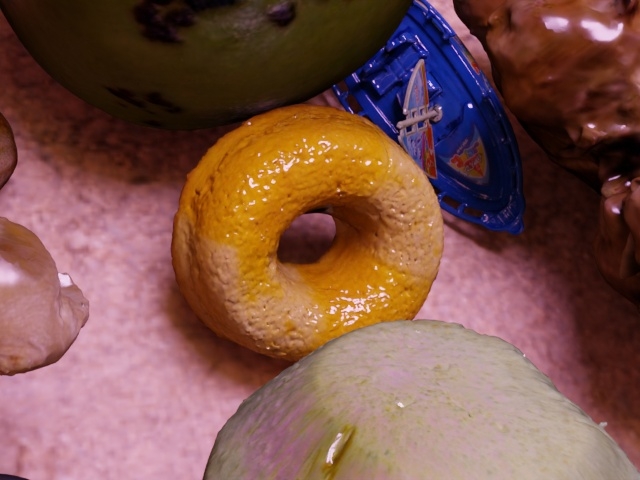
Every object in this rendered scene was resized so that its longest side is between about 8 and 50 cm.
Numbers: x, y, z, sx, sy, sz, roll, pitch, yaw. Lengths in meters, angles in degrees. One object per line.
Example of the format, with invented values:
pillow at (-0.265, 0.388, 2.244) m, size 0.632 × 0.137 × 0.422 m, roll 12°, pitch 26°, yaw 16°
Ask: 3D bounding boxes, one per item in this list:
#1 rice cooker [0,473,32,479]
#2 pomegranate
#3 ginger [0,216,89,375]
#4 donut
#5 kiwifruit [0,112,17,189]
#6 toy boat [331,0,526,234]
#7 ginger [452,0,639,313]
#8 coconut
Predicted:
rice cooker at (-0.152, 0.177, 0.434) m, size 0.112 × 0.106 × 0.165 m, roll 30°, pitch 59°, yaw 0°
pomegranate at (-0.087, -0.176, 0.557) m, size 0.291 × 0.291 × 0.323 m, roll 45°, pitch 52°, yaw 10°
ginger at (-0.252, -0.036, 0.437) m, size 0.333 × 0.081 × 0.148 m, roll 12°, pitch 58°, yaw -10°
donut at (0.000, 0.000, 0.573) m, size 0.151 × 0.152 × 0.058 m, roll -8°, pitch 19°, yaw -25°
kiwifruit at (-0.221, -0.041, 0.561) m, size 0.124 × 0.075 × 0.075 m, roll -17°, pitch 67°, yaw -23°
toy boat at (0.064, -0.071, 0.660) m, size 0.175 × 0.091 × 0.110 m, roll 53°, pitch 29°, yaw 7°
ginger at (0.207, -0.051, 0.640) m, size 0.274 × 0.152 × 0.358 m, roll -6°, pitch 59°, yaw -45°
coconut at (0.041, 0.161, 0.448) m, size 0.236 × 0.236 × 0.204 m, roll 39°, pitch 32°, yaw 6°
